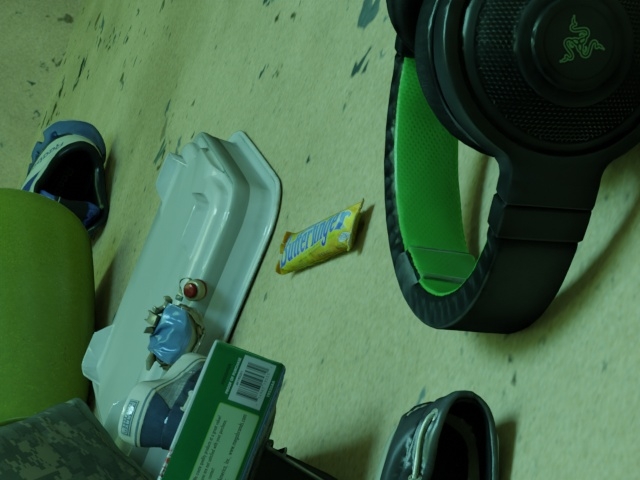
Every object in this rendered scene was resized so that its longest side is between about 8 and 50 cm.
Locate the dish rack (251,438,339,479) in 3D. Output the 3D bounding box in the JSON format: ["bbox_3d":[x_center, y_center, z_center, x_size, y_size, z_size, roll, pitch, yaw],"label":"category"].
[{"bbox_3d":[-0.044,0.243,0.998,0.271,0.074,0.208,-29,-42,-85],"label":"dish rack"}]

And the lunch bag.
[{"bbox_3d":[-0.291,0.296,1.422,0.287,0.169,0.235,-48,-11,14],"label":"lunch bag"}]

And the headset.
[{"bbox_3d":[0.133,-0.133,0.933,0.243,0.185,0.394,-110,26,-57],"label":"headset"}]

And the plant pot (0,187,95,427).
[{"bbox_3d":[-0.376,0.136,1.980,0.275,0.274,0.293,-59,37,34],"label":"plant pot"}]

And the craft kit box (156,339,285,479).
[{"bbox_3d":[-0.095,0.222,1.136,0.247,0.061,0.250,96,-166,-65],"label":"craft kit box"}]

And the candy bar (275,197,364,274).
[{"bbox_3d":[0.000,0.000,1.320,0.161,0.018,0.040,-22,51,67],"label":"candy bar"}]

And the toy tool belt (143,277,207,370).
[{"bbox_3d":[-0.128,0.074,1.471,0.051,0.052,0.083,3,-74,-61],"label":"toy tool belt"}]

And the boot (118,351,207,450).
[{"bbox_3d":[-0.095,0.144,1.394,0.190,0.086,0.069,-29,-46,-74],"label":"boot"}]

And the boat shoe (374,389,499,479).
[{"bbox_3d":[0.055,0.170,0.882,0.065,0.075,0.206,126,161,-51],"label":"boat shoe"}]

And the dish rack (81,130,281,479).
[{"bbox_3d":[-0.147,0.058,1.624,0.333,0.072,0.285,-67,17,11],"label":"dish rack"}]

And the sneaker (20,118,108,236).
[{"bbox_3d":[-0.376,-0.012,2.290,0.182,0.127,0.315,-149,80,-75],"label":"sneaker"}]
